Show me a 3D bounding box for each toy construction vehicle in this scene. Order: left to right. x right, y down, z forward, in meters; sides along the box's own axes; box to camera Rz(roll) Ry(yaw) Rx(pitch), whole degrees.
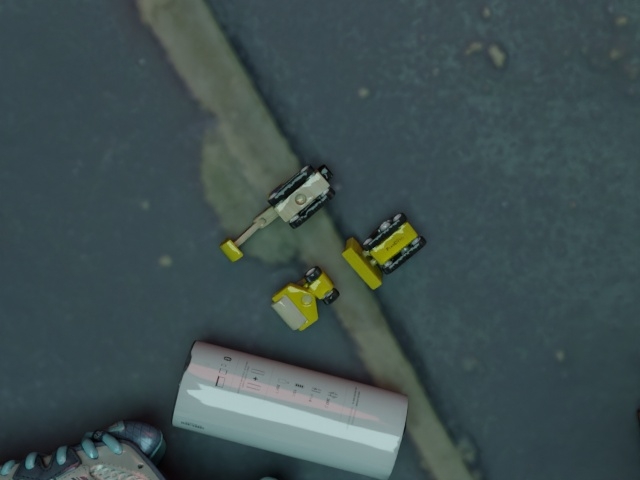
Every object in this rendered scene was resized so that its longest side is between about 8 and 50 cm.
[{"bbox_3d":[0.000,0.000,0.615,0.098,0.035,0.086,-42,105,8],"label":"toy construction vehicle"}]

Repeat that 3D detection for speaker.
[{"bbox_3d":[-0.017,0.103,0.612,0.136,0.055,0.055,14,96,0],"label":"speaker"}]

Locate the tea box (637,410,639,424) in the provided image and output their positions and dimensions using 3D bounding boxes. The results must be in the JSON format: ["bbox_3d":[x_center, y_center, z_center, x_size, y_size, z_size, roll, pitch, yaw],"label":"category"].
[{"bbox_3d":[0.364,0.189,0.473,0.324,0.329,0.219,-12,96,4],"label":"tea box"}]

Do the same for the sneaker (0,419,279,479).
[{"bbox_3d":[-0.148,0.163,0.614,0.283,0.110,0.122,15,79,-2],"label":"sneaker"}]
